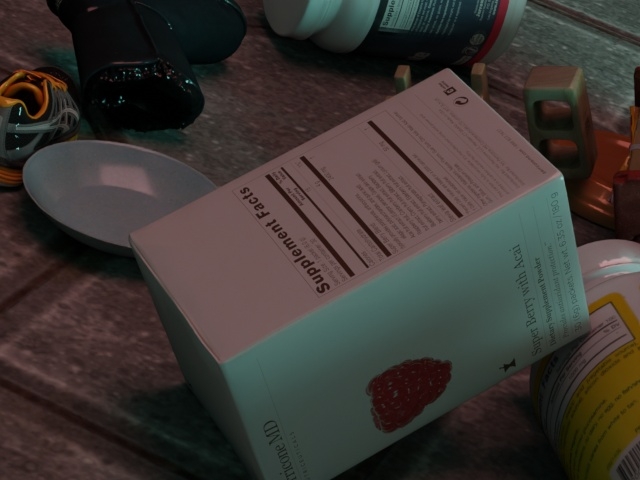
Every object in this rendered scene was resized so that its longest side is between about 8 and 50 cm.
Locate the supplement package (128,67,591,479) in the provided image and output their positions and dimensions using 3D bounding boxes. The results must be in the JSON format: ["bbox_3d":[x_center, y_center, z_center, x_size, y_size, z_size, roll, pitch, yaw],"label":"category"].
[{"bbox_3d":[0.033,0.035,1.487,0.293,0.177,0.175,-29,44,-11],"label":"supplement package"}]

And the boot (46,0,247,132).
[{"bbox_3d":[-0.160,-0.186,1.997,0.246,0.094,0.207,13,36,-36],"label":"boot"}]

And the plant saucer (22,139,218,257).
[{"bbox_3d":[-0.179,-0.029,1.756,0.195,0.037,0.195,13,29,-8],"label":"plant saucer"}]

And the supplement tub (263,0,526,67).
[{"bbox_3d":[0.087,-0.307,2.240,0.272,0.191,0.191,4,31,-23],"label":"supplement tub"}]

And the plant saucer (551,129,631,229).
[{"bbox_3d":[0.331,-0.068,2.111,0.200,0.037,0.200,13,29,-7],"label":"plant saucer"}]

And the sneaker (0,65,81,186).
[{"bbox_3d":[-0.274,-0.126,1.831,0.084,0.083,0.215,15,26,0],"label":"sneaker"}]

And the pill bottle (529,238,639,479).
[{"bbox_3d":[0.279,0.145,1.538,0.188,0.188,0.334,6,30,-19],"label":"pill bottle"}]

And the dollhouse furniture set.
[{"bbox_3d":[0.244,-0.064,1.959,0.374,0.152,0.201,0,40,19],"label":"dollhouse furniture set"}]
